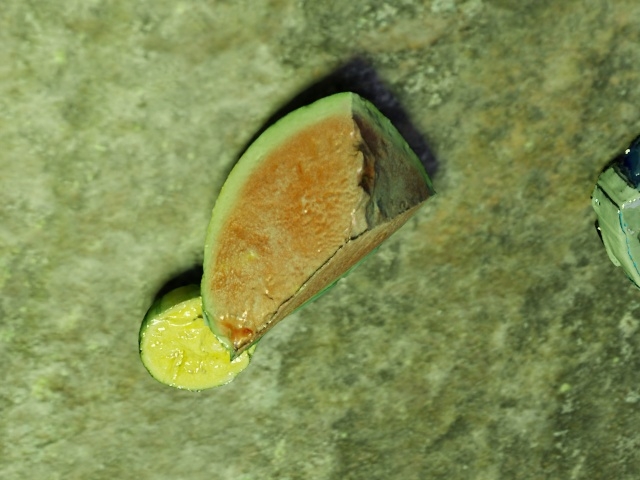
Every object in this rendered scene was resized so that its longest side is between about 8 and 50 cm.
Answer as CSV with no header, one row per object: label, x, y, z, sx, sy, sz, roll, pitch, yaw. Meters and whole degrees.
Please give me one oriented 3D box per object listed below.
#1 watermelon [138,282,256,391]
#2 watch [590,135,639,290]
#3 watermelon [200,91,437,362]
watermelon,-0.108,0.076,1.397,0.105,0.062,0.105,-7,130,-9
watch,0.403,-0.034,1.497,0.274,0.068,0.276,-37,125,2
watermelon,-0.002,-0.011,1.364,0.231,0.128,0.146,-45,154,18
